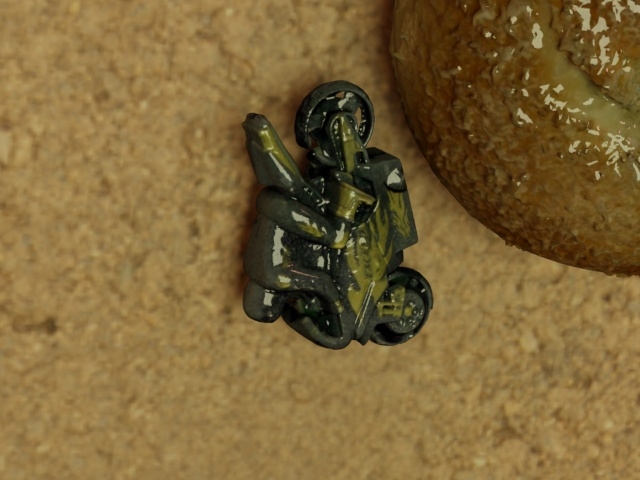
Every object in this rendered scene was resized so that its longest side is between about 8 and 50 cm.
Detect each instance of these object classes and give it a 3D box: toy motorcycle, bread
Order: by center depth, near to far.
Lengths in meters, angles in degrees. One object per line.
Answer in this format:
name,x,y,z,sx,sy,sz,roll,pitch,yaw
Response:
bread,0.189,-0.109,1.074,0.305,0.159,0.305,-2,118,-3
toy motorcycle,0.000,0.000,1.103,0.124,0.061,0.193,-30,121,-18
